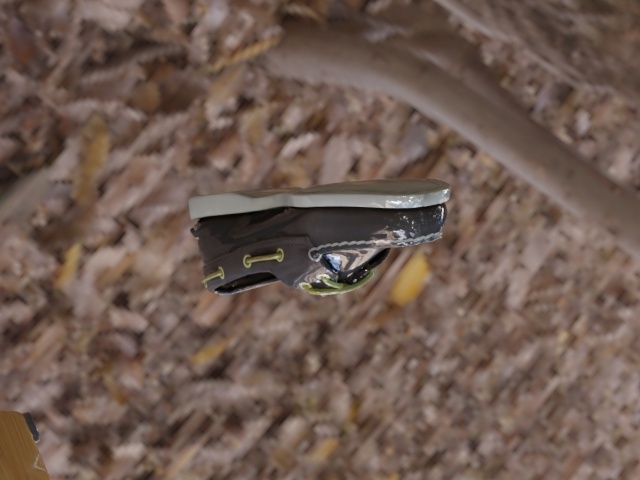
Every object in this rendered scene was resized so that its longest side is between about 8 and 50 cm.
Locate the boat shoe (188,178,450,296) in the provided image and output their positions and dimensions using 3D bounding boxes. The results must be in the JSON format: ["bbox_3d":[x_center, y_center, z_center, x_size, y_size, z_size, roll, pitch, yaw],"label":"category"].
[{"bbox_3d":[0.000,0.000,1.038,0.081,0.228,0.068,-6,92,-35],"label":"boat shoe"}]

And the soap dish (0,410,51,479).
[{"bbox_3d":[-0.246,0.262,1.301,0.118,0.229,0.291,-21,164,-18],"label":"soap dish"}]
